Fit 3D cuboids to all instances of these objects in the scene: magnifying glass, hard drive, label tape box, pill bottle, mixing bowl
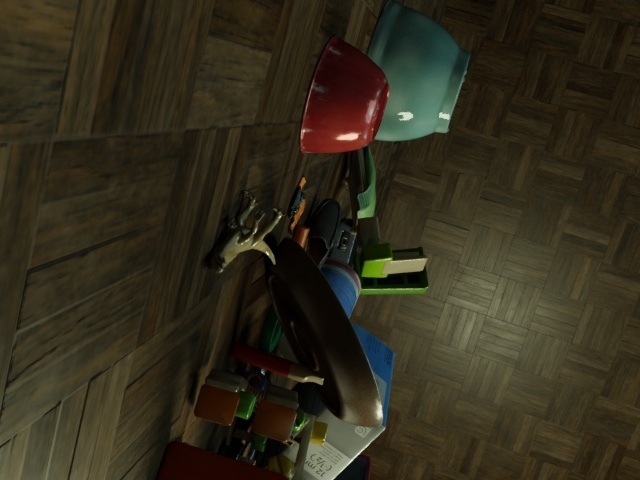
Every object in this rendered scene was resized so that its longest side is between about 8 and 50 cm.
[{"bbox_3d":[-0.063,0.085,1.269,0.092,0.026,0.231,-33,142,-78],"label":"magnifying glass"},{"bbox_3d":[0.047,0.073,1.887,0.172,0.054,0.255,-32,139,-79],"label":"hard drive"},{"bbox_3d":[-0.013,0.354,1.371,0.348,0.115,0.249,-52,-173,23],"label":"label tape box"},{"bbox_3d":[-0.005,0.140,1.413,0.221,0.124,0.124,-62,167,-55],"label":"pill bottle"},{"bbox_3d":[0.044,-0.205,1.086,0.181,0.098,0.181,17,90,-82],"label":"mixing bowl"}]

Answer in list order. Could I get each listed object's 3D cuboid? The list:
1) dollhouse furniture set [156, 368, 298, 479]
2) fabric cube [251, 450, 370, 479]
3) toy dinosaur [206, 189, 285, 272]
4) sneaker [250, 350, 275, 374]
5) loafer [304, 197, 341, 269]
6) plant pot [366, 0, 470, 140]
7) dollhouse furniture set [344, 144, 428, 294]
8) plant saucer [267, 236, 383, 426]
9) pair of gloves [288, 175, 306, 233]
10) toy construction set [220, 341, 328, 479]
[{"bbox_3d":[-0.068,0.313,0.859,0.135,0.259,0.262,127,-20,-84],"label":"dollhouse furniture set"},{"bbox_3d":[-0.051,0.607,1.635,0.254,0.259,0.258,-25,133,-81],"label":"fabric cube"},{"bbox_3d":[-0.086,-0.006,0.846,0.092,0.053,0.183,-58,168,13],"label":"toy dinosaur"},{"bbox_3d":[-0.096,0.202,1.225,0.035,0.031,0.083,-45,-179,0],"label":"sneaker"},{"bbox_3d":[0.000,0.000,1.324,0.061,0.062,0.170,145,-35,-77],"label":"loafer"},{"bbox_3d":[0.201,-0.335,1.538,0.293,0.196,0.293,18,90,-82],"label":"plant pot"},{"bbox_3d":[0.144,-0.058,1.543,0.197,0.151,0.301,95,-9,-63],"label":"dollhouse furniture set"},{"bbox_3d":[-0.006,0.145,1.079,0.050,0.310,0.310,-25,155,-15],"label":"plant saucer"},{"bbox_3d":[-0.036,-0.056,1.172,0.083,0.010,0.074,89,20,-65],"label":"pair of gloves"},{"bbox_3d":[-0.046,0.314,1.089,0.257,0.237,0.309,-61,166,-55],"label":"toy construction set"}]
